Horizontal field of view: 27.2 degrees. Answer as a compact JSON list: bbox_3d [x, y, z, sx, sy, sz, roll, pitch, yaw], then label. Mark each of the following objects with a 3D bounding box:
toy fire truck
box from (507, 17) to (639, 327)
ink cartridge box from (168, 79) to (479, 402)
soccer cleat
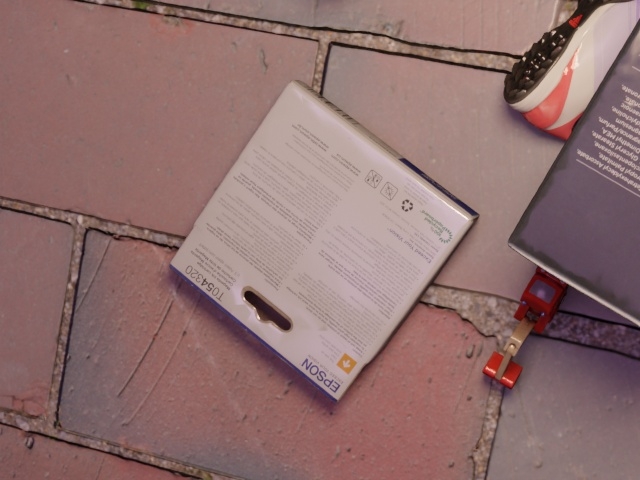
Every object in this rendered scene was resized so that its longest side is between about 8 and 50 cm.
[{"bbox_3d":[0.271,0.113,1.744,0.047,0.192,0.135,31,74,13],"label":"toy fire truck"},{"bbox_3d":[0.434,-0.115,1.596,0.212,0.293,0.395,32,102,14],"label":"box"},{"bbox_3d":[0.000,0.000,1.862,0.324,0.071,0.330,39,107,11],"label":"ink cartridge box"},{"bbox_3d":[0.380,-0.269,1.709,0.116,0.108,0.318,36,107,-24],"label":"soccer cleat"}]
